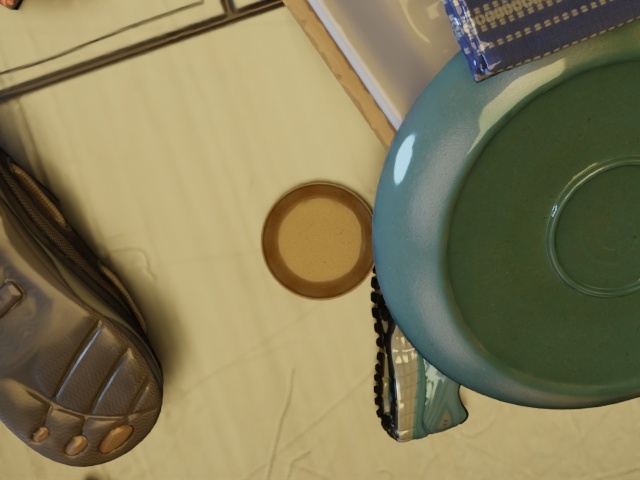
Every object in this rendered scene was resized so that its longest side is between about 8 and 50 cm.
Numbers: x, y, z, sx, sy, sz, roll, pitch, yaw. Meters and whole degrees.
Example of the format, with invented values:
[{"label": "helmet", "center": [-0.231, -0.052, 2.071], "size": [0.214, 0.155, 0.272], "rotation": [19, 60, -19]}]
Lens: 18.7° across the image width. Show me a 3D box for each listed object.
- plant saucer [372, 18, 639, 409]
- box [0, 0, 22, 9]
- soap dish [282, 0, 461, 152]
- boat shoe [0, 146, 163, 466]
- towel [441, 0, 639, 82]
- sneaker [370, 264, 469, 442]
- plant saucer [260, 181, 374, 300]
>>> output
[{"label": "plant saucer", "center": [0.192, -0.016, 1.279], "size": [0.317, 0.044, 0.317], "rotation": [-6, 118, -12]}, {"label": "box", "center": [-0.218, -0.241, 1.340], "size": [0.094, 0.027, 0.137], "rotation": [30, 96, -3]}, {"label": "soap dish", "center": [0.074, -0.217, 1.291], "size": [0.229, 0.118, 0.291], "rotation": [-34, 94, 5]}, {"label": "boat shoe", "center": [-0.243, 0.001, 1.317], "size": [0.132, 0.130, 0.355], "rotation": [-36, 100, 8]}, {"label": "towel", "center": [0.134, -0.291, 1.203], "size": [0.243, 0.040, 0.336], "rotation": [-24, 88, -10]}, {"label": "sneaker", "center": [0.077, 0.058, 1.358], "size": [0.073, 0.063, 0.162], "rotation": [-2, 100, -17]}, {"label": "plant saucer", "center": [0.000, 0.000, 1.366], "size": [0.083, 0.015, 0.083], "rotation": [0, 96, 2]}]
